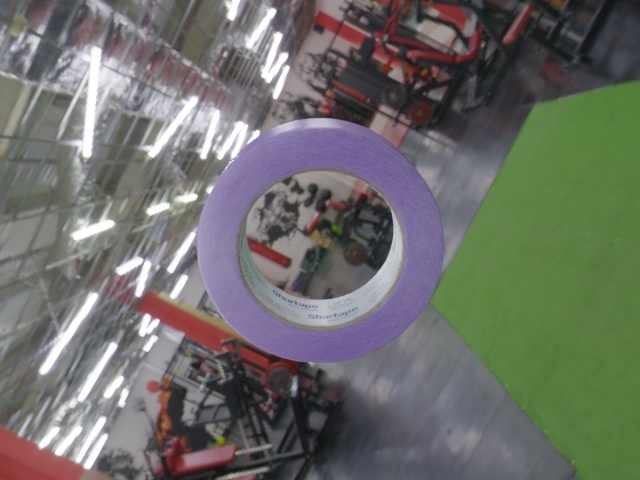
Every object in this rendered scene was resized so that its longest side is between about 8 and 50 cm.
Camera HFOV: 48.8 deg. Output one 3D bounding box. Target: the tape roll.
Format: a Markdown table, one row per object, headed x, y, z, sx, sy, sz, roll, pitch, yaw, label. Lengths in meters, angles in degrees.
| x | y | z | sx | sy | sz | roll | pitch | yaw | label |
| --- | --- | --- | --- | --- | --- | --- | --- | --- | --- |
| 0.000 | 0.000 | 0.821 | 0.274 | 0.275 | 0.090 | -62 | 9 | 15 | tape roll |
